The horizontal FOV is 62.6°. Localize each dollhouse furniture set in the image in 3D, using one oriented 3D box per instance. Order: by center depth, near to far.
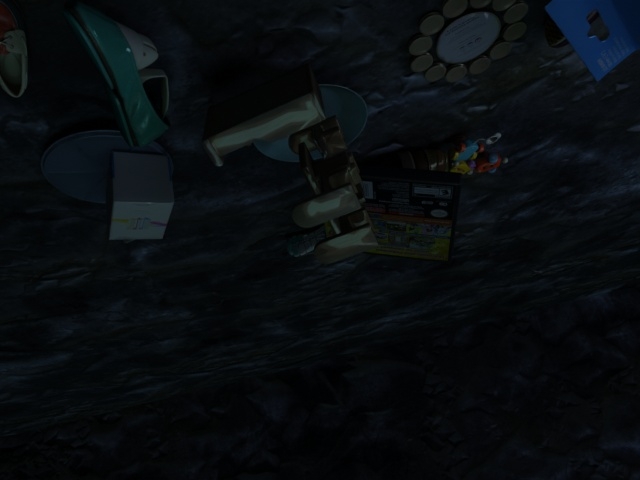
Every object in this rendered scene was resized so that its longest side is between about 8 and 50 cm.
[{"bbox_3d":[-0.040,-0.105,0.779,0.161,0.212,0.242,-21,128,11],"label":"dollhouse furniture set"}]

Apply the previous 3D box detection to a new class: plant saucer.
[{"bbox_3d":[-0.021,-0.200,0.866,0.195,0.037,0.195,-12,156,-5],"label":"plant saucer"}]

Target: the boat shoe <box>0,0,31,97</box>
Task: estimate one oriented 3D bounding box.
[{"bbox_3d":[-0.371,-0.230,0.619,0.049,0.043,0.137,-2,151,-20],"label":"boat shoe"}]

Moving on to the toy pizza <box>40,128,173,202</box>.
[{"bbox_3d":[-0.347,-0.124,0.867,0.201,0.032,0.201,-10,155,-5],"label":"toy pizza"}]

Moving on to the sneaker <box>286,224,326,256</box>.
[{"bbox_3d":[0.000,0.000,1.292,0.167,0.064,0.076,-11,172,1],"label":"sneaker"}]

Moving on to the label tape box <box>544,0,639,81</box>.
[{"bbox_3d":[0.478,-0.342,0.641,0.241,0.105,0.333,15,126,-46],"label":"label tape box"}]

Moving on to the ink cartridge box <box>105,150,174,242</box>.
[{"bbox_3d":[-0.300,-0.065,0.865,0.090,0.092,0.143,-1,154,-26],"label":"ink cartridge box"}]

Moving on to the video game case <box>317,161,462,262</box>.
[{"bbox_3d":[0.137,-0.052,1.074,0.275,0.035,0.248,6,143,13],"label":"video game case"}]

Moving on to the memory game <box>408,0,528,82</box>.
[{"bbox_3d":[0.220,-0.307,0.796,0.186,0.012,0.186,-11,155,-5],"label":"memory game"}]

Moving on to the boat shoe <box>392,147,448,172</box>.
[{"bbox_3d":[0.209,-0.083,1.143,0.105,0.110,0.307,-10,155,-4],"label":"boat shoe"}]

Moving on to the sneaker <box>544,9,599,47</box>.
[{"bbox_3d":[0.400,-0.344,0.741,0.084,0.069,0.185,1,153,-18],"label":"sneaker"}]

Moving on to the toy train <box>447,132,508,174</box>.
[{"bbox_3d":[0.316,-0.180,1.077,0.125,0.046,0.166,-20,158,11],"label":"toy train"}]

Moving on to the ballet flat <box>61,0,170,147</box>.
[{"bbox_3d":[-0.248,-0.219,0.684,0.087,0.083,0.247,-33,160,-17],"label":"ballet flat"}]
